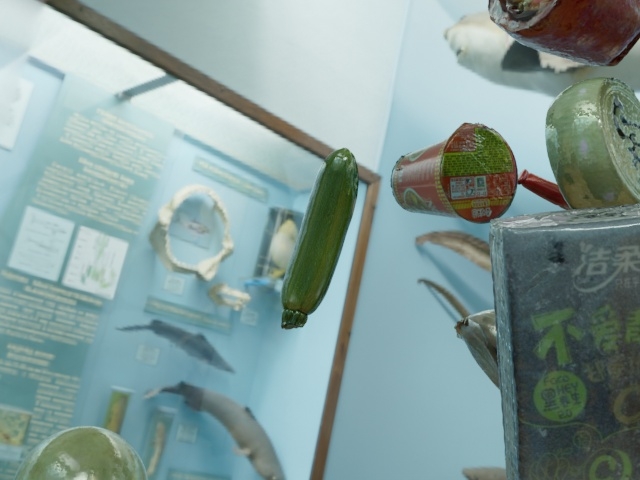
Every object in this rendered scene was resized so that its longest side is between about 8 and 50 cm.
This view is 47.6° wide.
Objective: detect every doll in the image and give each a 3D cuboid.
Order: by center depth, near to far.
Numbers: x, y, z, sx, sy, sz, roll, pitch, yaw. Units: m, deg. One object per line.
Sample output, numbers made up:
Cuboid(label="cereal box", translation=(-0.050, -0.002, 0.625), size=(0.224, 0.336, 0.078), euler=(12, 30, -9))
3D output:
Cuboid(label="doll", translation=(0.610, -0.060, 1.544), size=(0.384, 0.099, 0.188), euler=(34, -42, -2))

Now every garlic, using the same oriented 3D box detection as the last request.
Cuboid(label="garlic", translation=(0.363, 0.238, 1.377), size=(0.128, 0.266, 0.148), euler=(-26, -30, 4))

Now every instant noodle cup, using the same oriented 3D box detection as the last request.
Cuboid(label="instant noodle cup", translation=(0.248, -0.125, 1.439), size=(0.193, 0.193, 0.212), euler=(19, -9, -26))

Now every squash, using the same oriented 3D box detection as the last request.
Cuboid(label="squash", translation=(0.000, 0.000, 0.986), size=(0.069, 0.258, 0.069), euler=(18, 3, -1))

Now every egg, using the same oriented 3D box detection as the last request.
Cuboid(label="egg", translation=(-0.387, 0.449, 1.163), size=(0.218, 0.295, 0.218), euler=(3, -10, 0))

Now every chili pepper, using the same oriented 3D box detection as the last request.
Cuboid(label="chili pepper", translation=(0.544, -0.516, 1.552), size=(0.305, 0.229, 0.251), euler=(5, -49, -34))

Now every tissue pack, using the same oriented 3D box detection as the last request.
Cuboid(label="tissue pack", translation=(0.386, 0.154, 0.970), size=(0.288, 0.394, 0.124), euler=(-6, 8, 0))

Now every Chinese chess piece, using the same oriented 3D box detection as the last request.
Cuboid(label="Chinese chess piece", translation=(0.473, -0.145, 1.199), size=(0.250, 0.250, 0.101), euler=(24, -29, -37))
